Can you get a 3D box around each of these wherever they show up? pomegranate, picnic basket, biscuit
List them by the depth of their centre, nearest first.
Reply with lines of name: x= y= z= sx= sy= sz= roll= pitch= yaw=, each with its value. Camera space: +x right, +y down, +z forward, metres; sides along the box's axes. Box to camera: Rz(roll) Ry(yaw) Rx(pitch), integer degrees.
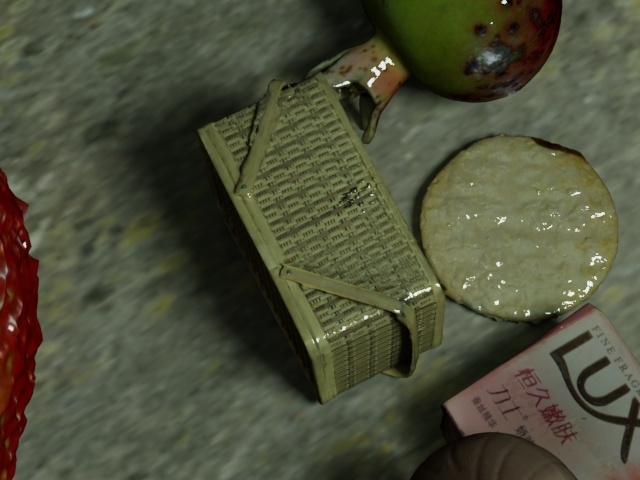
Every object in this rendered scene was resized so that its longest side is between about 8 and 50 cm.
picnic basket: x=0.000 y=0.000 z=1.038 sx=0.079 sy=0.115 sz=0.164 roll=-26 pitch=70 yaw=-5
pomegranate: x=0.072 y=-0.126 z=1.079 sx=0.129 sy=0.129 sz=0.159 roll=26 pitch=80 yaw=11
biscuit: x=0.116 y=-0.008 z=1.089 sx=0.120 sy=0.015 sz=0.120 roll=-1 pitch=70 yaw=2

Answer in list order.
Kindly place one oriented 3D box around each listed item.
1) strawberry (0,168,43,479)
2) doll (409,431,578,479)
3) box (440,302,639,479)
strawberry: x=-0.260 y=0.062 z=0.979 sx=0.238 sy=0.250 sz=0.288 roll=-25 pitch=93 yaw=-50
doll: x=0.077 y=0.173 z=0.948 sx=0.096 sy=0.188 sz=0.145 roll=-1 pitch=79 yaw=-43
box: x=0.147 y=0.127 z=1.015 sx=0.111 sy=0.060 sz=0.156 roll=-31 pitch=72 yaw=-11
